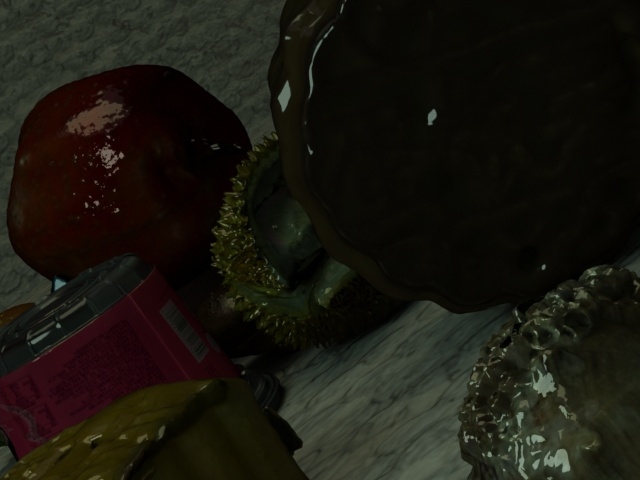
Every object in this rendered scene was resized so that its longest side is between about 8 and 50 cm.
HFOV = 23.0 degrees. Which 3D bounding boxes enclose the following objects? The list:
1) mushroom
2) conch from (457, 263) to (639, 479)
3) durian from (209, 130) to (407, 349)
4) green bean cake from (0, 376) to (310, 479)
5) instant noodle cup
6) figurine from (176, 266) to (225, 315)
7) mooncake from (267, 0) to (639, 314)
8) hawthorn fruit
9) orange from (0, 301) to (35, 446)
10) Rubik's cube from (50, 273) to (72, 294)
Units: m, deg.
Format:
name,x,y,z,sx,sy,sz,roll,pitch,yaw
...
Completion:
name,x,y,z,sx,sy,sz,roll,pitch,yaw
mushroom,-0.067,0.081,1.514,0.127,0.087,0.127,-20,-20,-8
conch,0.135,0.103,0.733,0.178,0.163,0.245,0,-33,-39
durian,0.000,0.000,1.431,0.237,0.193,0.138,-18,-21,-34
green bean cake,-0.141,0.197,1.053,0.224,0.131,0.229,-22,16,44
instant noodle cup,-0.186,0.127,1.383,0.258,0.182,0.302,-37,11,-28
figurine,-0.140,0.012,1.850,0.173,0.173,0.173,-32,10,6
mooncake,0.116,-0.105,1.188,0.324,0.324,0.187,-32,16,8
hawthorn fruit,-0.179,-0.059,1.625,0.300,0.254,0.254,-7,26,49
orange,-0.327,0.156,1.754,0.179,0.158,0.237,-36,10,-26
Rubik's cube,-0.223,0.107,1.631,0.211,0.178,0.190,-32,7,1
